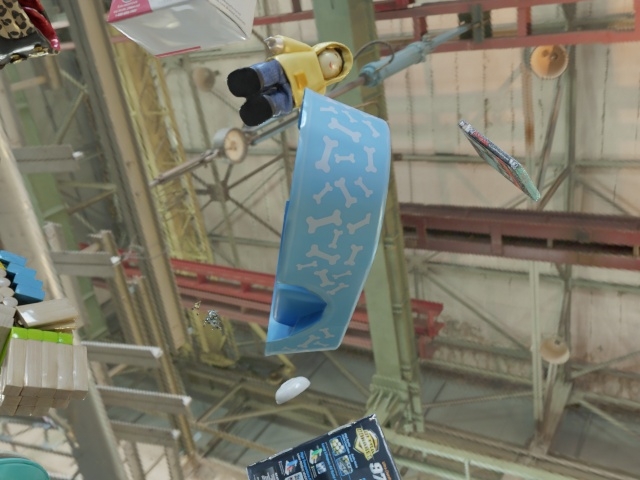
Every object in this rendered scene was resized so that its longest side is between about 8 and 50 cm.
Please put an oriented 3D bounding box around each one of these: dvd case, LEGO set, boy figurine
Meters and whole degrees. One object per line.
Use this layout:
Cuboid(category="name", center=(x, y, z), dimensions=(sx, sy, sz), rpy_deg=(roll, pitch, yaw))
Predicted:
Cuboid(category="dvd case", center=(0.236, -0.106, 0.839), dimensions=(0.013, 0.087, 0.119), rpy_deg=(-45, -133, 7))
Cuboid(category="LEGO set", center=(-0.254, 0.171, 1.439), dimensions=(0.083, 0.054, 0.023), rpy_deg=(32, -41, -16))
Cuboid(category="boy figurine", center=(-0.040, -0.292, 1.165), dimensions=(0.092, 0.285, 0.177), rpy_deg=(-8, -71, 43))

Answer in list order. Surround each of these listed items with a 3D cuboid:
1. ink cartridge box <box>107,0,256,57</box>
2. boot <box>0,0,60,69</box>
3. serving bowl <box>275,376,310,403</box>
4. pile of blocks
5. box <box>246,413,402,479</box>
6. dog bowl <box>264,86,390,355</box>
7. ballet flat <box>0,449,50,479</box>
Cuboid(category="ink cartridge box", center=(-0.151, -0.347, 0.757), dimensions=(0.158, 0.092, 0.218), rpy_deg=(0, -106, 31))
Cuboid(category="boot", center=(-0.578, -0.285, 1.064), dimensions=(0.377, 0.284, 0.138), rpy_deg=(70, -3, -46))
Cuboid(category="serving bowl", center=(-0.064, 0.317, 1.361), dimensions=(0.083, 0.083, 0.027), rpy_deg=(-30, -89, 42))
Cuboid(category="pile of blocks", center=(-0.467, 0.126, 0.944), dimensions=(0.362, 0.149, 0.113), rpy_deg=(48, -61, 25))
Cuboid(category="box", center=(0.026, 0.338, 0.735), dimensions=(0.051, 0.175, 0.220), rpy_deg=(67, 0, -56))
Cuboid(category="dog bowl", center=(0.000, 0.000, 0.577), dimensions=(0.074, 0.166, 0.297), rpy_deg=(8, -34, -3))
Cuboid(category="ballet flat", center=(-0.251, 0.183, 0.382), dimensions=(0.086, 0.086, 0.248), rpy_deg=(43, -5, 6))
